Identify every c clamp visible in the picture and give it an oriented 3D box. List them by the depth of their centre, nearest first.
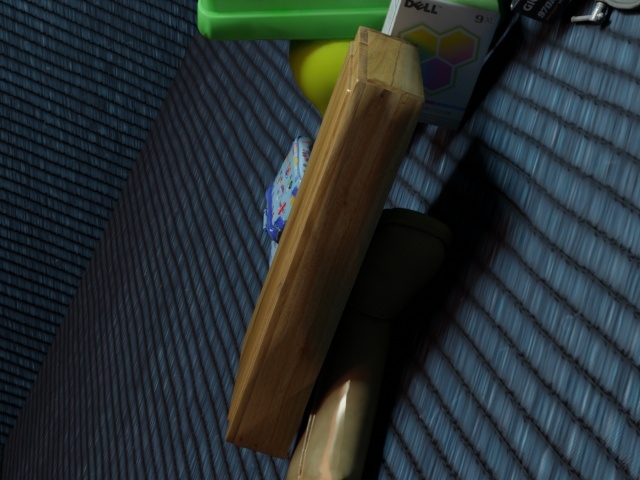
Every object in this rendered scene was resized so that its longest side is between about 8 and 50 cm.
[{"bbox_3d":[0.289,-0.270,1.107,0.161,0.022,0.137,-65,18,9],"label":"c clamp"}]

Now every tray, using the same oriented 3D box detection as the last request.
[{"bbox_3d":[0.000,0.000,1.261,0.203,0.076,0.411,-84,12,-66],"label":"tray"}]

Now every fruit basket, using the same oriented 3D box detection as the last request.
[{"bbox_3d":[0.047,-0.304,1.451,0.392,0.392,0.283,-44,29,51],"label":"fruit basket"}]

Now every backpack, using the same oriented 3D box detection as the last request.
[{"bbox_3d":[-0.014,-0.022,1.527,0.173,0.117,0.158,-58,19,34],"label":"backpack"}]

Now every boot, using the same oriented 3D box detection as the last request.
[{"bbox_3d":[0.048,0.126,1.233,0.236,0.089,0.270,122,165,-65],"label":"boot"}]

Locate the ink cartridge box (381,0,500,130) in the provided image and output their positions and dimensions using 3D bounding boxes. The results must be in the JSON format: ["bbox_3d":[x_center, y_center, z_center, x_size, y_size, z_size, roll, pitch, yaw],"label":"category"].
[{"bbox_3d":[0.126,-0.227,1.302,0.062,0.109,0.209,-88,12,-50],"label":"ink cartridge box"}]

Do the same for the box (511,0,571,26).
[{"bbox_3d":[0.257,-0.349,1.210,0.175,0.051,0.220,124,163,-47],"label":"box"}]
